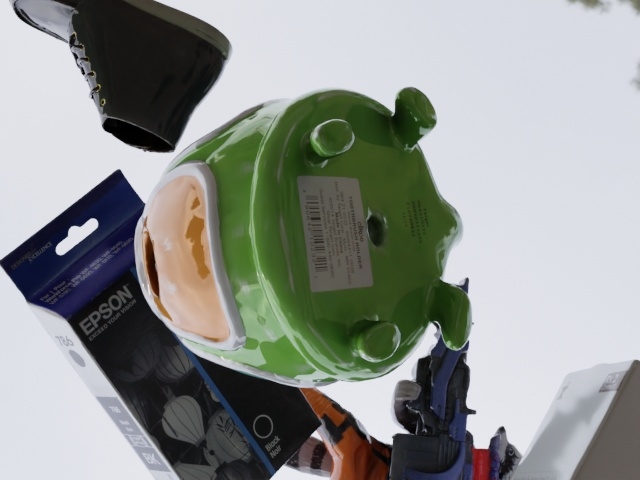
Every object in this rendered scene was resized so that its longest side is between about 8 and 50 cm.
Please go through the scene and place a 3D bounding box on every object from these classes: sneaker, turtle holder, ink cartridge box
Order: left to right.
[{"bbox_3d":[-0.200,-0.162,1.118,0.222,0.083,0.118,20,-109,17],"label":"sneaker"},{"bbox_3d":[-0.147,0.105,1.226,0.165,0.065,0.332,-44,-71,-30],"label":"ink cartridge box"},{"bbox_3d":[-0.010,-0.013,1.066,0.320,0.228,0.243,-51,-56,-49],"label":"turtle holder"}]

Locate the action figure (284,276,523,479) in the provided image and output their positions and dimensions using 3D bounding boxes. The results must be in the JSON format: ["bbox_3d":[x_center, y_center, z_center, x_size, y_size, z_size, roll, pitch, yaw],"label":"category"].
[{"bbox_3d":[0.073,0.205,1.362,0.330,0.178,0.341,13,-101,4],"label":"action figure"}]

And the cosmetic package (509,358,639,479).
[{"bbox_3d":[0.283,0.216,1.098,0.184,0.151,0.151,32,-106,-4],"label":"cosmetic package"}]
